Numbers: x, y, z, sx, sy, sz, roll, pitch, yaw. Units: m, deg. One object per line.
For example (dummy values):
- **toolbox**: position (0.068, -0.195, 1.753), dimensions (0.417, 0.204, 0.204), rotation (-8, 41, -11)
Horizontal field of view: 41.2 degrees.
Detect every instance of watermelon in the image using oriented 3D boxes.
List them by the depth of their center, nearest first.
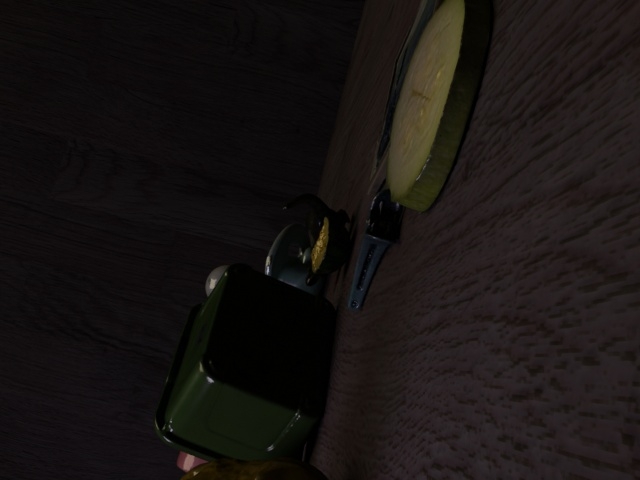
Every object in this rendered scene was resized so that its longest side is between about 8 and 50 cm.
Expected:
- **watermelon**: position (0.021, 0.013, 1.499), dimensions (0.105, 0.062, 0.105), rotation (-165, 90, -78)

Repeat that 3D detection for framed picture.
- **framed picture**: position (0.124, -0.229, 1.177), dimensions (0.335, 0.022, 0.247), rotation (113, 171, -71)

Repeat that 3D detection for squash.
- **squash**: position (0.116, -0.135, 0.836), dimensions (0.219, 0.041, 0.219), rotation (-166, 90, -82)

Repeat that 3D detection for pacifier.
- **pacifier**: position (-0.126, 0.122, 1.894), dimensions (0.288, 0.269, 0.343), rotation (32, -106, -67)

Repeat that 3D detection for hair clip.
- **hair clip**: position (0.064, 0.024, 1.065), dimensions (0.229, 0.039, 0.070), rotation (101, -178, -61)

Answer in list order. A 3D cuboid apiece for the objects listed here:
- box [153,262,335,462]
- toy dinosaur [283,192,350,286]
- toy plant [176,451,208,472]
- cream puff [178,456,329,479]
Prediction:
- **box**: position (-0.104, 0.204, 1.393), dimensions (0.178, 0.253, 0.328), rotation (-57, 15, 36)
- **toy dinosaur**: position (0.000, 0.000, 1.564), dimensions (0.179, 0.087, 0.187), rotation (-48, -46, -73)
- **toy plant**: position (-0.201, 0.465, 2.144), dimensions (0.317, 0.211, 0.356), rotation (109, -173, -73)
- **cream puff**: position (-0.131, 0.345, 0.871), dimensions (0.274, 0.270, 0.323), rotation (-58, -10, -70)
